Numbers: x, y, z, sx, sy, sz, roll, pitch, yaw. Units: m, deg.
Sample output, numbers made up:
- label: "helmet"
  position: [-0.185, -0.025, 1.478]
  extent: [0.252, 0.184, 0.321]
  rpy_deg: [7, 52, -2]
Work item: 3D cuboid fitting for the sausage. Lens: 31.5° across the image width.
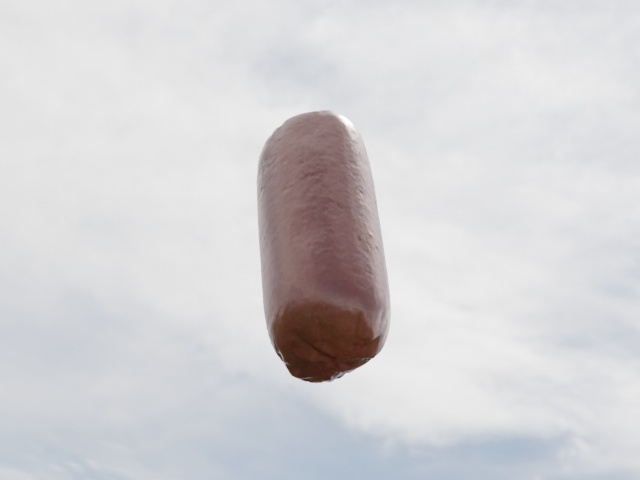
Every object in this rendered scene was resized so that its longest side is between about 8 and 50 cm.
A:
- label: "sausage"
  position: [0.000, 0.000, 0.564]
  extent: [0.062, 0.154, 0.062]
  rpy_deg: [-3, -43, -3]
